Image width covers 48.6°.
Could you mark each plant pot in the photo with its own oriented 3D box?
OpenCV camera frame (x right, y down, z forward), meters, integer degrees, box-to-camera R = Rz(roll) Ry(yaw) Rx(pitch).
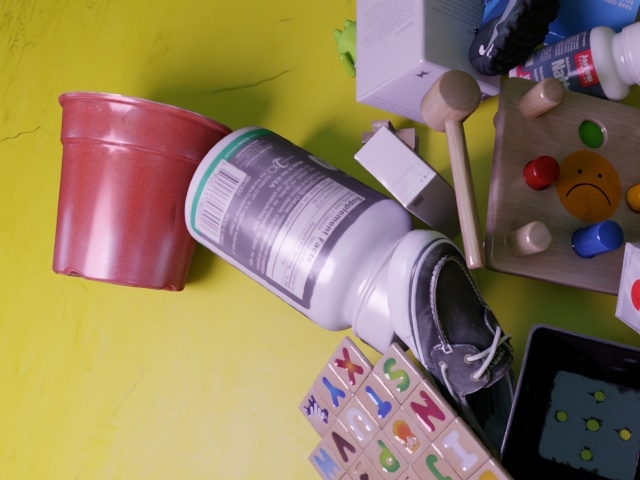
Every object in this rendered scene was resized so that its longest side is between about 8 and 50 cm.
[{"bbox_3d":[-0.292,-0.064,1.108,0.273,0.272,0.265,9,86,21],"label":"plant pot"},{"bbox_3d":[0.330,0.223,0.856,0.188,0.167,0.187,13,80,20],"label":"plant pot"}]

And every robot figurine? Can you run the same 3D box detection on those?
[{"bbox_3d":[0.073,-0.307,1.141,0.101,0.067,0.115,-43,66,-10],"label":"robot figurine"}]

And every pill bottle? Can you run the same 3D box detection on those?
[{"bbox_3d":[0.000,0.000,1.008,0.361,0.204,0.204,33,88,23],"label":"pill bottle"},{"bbox_3d":[0.363,-0.230,0.970,0.180,0.108,0.107,-15,70,38],"label":"pill bottle"}]

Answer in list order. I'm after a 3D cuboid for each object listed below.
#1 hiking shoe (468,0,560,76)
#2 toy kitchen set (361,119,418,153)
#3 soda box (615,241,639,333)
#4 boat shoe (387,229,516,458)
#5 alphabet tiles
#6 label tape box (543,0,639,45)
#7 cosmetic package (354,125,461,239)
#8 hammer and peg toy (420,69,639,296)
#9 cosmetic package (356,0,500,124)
[{"bbox_3d":[0.265,-0.365,0.975,0.132,0.113,0.304,23,83,32],"label":"hiking shoe"},{"bbox_3d":[0.102,-0.137,1.084,0.083,0.068,0.075,-1,75,19],"label":"toy kitchen set"},{"bbox_3d":[0.494,0.052,0.809,0.287,0.091,0.098,-3,109,-10],"label":"soda box"},{"bbox_3d":[0.183,0.130,0.859,0.121,0.335,0.119,-41,36,-24],"label":"boat shoe"},{"bbox_3d":[0.103,0.299,0.901,0.342,0.011,0.285,49,133,23],"label":"alphabet tiles"},{"bbox_3d":[0.384,-0.420,1.043,0.249,0.115,0.347,31,85,24],"label":"label tape box"},{"bbox_3d":[0.136,-0.072,0.960,0.060,0.239,0.099,-49,67,9],"label":"cosmetic package"},{"bbox_3d":[0.283,-0.068,0.894,0.362,0.127,0.265,10,78,-12],"label":"hammer and peg toy"},{"bbox_3d":[0.154,-0.290,1.034,0.151,0.151,0.183,-19,65,54],"label":"cosmetic package"}]
